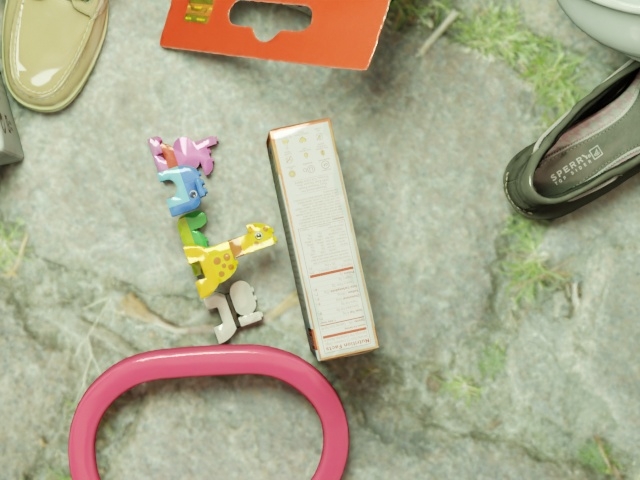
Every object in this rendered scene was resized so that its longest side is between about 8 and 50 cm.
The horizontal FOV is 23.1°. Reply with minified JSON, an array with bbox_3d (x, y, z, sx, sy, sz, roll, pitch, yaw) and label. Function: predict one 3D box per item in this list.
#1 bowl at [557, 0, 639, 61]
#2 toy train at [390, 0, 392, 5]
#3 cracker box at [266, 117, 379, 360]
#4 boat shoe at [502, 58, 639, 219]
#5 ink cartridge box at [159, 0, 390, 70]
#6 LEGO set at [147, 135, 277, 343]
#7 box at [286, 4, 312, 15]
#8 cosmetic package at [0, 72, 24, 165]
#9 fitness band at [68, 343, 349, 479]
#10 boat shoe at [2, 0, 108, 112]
[{"bbox_3d":[0.360,-0.269,1.584,0.297,0.298,0.134,-11,134,-3],"label":"bowl"},{"bbox_3d":[0.072,-0.262,1.658,0.083,0.017,0.024,-32,80,-3],"label":"toy train"},{"bbox_3d":[0.000,0.000,1.583,0.067,0.156,0.232,-11,91,-3],"label":"cracker box"},{"bbox_3d":[0.339,-0.132,1.630,0.335,0.095,0.112,-36,91,-2],"label":"boat shoe"},{"bbox_3d":[-0.040,-0.373,1.525,0.091,0.308,0.385,17,87,-47],"label":"ink cartridge box"},{"bbox_3d":[-0.099,-0.013,1.613,0.093,0.087,0.227,-19,92,-2],"label":"LEGO set"},{"bbox_3d":[0.043,-0.391,1.633,0.063,0.067,0.324,24,89,-3],"label":"box"},{"bbox_3d":[-0.473,-0.270,1.558,0.230,0.161,0.453,-15,90,-3],"label":"cosmetic package"},{"bbox_3d":[-0.115,0.213,1.622,0.290,0.054,0.209,-3,92,-4],"label":"fitness band"},{"bbox_3d":[-0.260,-0.282,1.600,0.109,0.098,0.302,17,89,-3],"label":"boat shoe"}]
